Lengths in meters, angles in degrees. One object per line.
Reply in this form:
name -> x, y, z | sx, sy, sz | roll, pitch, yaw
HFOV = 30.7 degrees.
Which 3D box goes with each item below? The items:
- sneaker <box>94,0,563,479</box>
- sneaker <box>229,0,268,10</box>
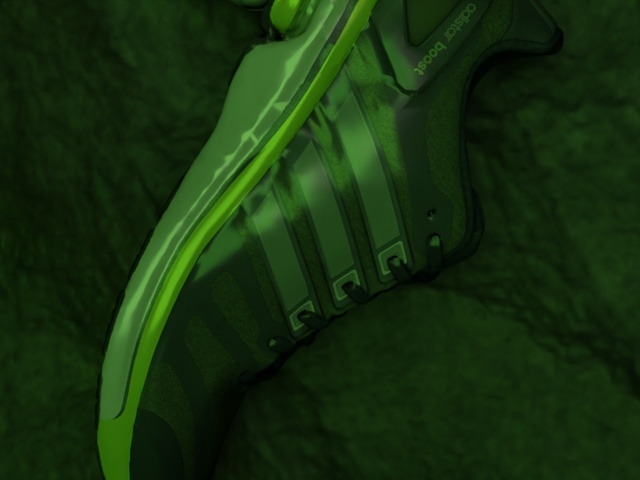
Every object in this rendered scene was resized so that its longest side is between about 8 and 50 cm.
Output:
sneaker -> 0.000, 0.000, 0.495 | 0.121, 0.111, 0.300 | 27, 99, 4
sneaker -> -0.052, -0.225, 0.506 | 0.132, 0.086, 0.228 | 15, 96, 12
